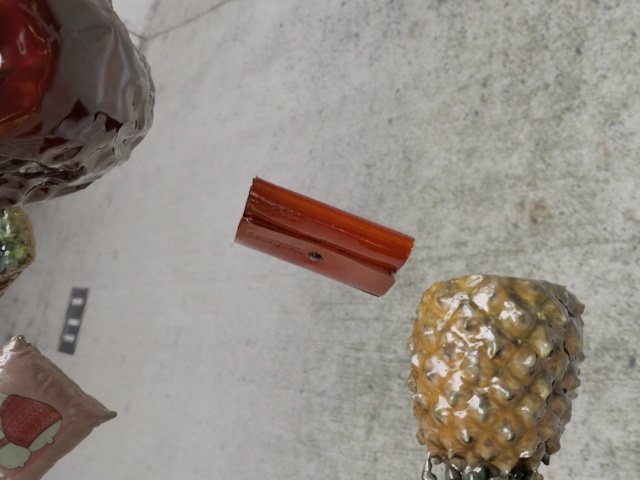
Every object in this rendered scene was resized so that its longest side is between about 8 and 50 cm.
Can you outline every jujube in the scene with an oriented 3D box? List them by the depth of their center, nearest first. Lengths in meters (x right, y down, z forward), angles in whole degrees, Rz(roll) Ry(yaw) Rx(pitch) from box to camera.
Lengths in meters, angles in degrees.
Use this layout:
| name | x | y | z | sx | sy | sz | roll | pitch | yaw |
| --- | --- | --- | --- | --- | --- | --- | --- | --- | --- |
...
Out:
| name | x | y | z | sx | sy | sz | roll | pitch | yaw |
| --- | --- | --- | --- | --- | --- | --- | --- | --- | --- |
| jujube | -0.311 | -0.166 | 0.828 | 0.377 | 0.276 | 0.276 | -167 | 101 | -83 |

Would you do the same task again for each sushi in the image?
| name | x | y | z | sx | sy | sz | roll | pitch | yaw |
| --- | --- | --- | --- | --- | --- | --- | --- | --- | --- |
| sushi | -0.661 | -0.009 | 1.577 | 0.139 | 0.184 | 0.274 | -22 | 92 | 60 |

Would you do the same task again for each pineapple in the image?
| name | x | y | z | sx | sy | sz | roll | pitch | yaw |
| --- | --- | --- | --- | --- | --- | --- | --- | --- | --- |
| pineapple | 0.146 | 0.205 | 0.720 | 0.169 | 0.169 | 0.340 | -4 | 76 | 52 |

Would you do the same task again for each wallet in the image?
| name | x | y | z | sx | sy | sz | roll | pitch | yaw |
| --- | --- | --- | --- | --- | --- | --- | --- | --- | --- |
| wallet | 0.000 | 0.000 | 0.980 | 0.142 | 0.204 | 0.045 | 117 | 173 | -61 |

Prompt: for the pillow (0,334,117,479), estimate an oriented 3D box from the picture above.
| name | x | y | z | sx | sy | sz | roll | pitch | yaw |
| --- | --- | --- | --- | --- | --- | --- | --- | --- | --- |
| pillow | -0.496 | 0.295 | 1.337 | 0.236 | 0.223 | 0.084 | -40 | 15 | 2 |
